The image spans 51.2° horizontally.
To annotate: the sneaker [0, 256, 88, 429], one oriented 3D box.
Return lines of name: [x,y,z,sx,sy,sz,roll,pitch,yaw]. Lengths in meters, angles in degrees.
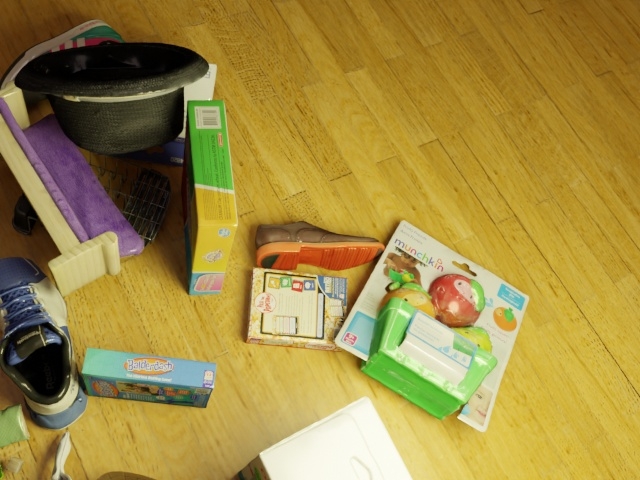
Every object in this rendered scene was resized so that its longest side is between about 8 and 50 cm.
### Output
sneaker: [-0.480,0.152,1.125,0.127,0.182,0.315,-21,72,-24]

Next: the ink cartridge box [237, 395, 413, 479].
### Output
ink cartridge box: [0.007,0.406,1.080,0.197,0.270,0.198,-22,72,-22]

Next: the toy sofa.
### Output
toy sofa: [-0.470,-0.101,1.185,0.177,0.150,0.362,-30,76,-24]

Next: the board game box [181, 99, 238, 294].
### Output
board game box: [-0.210,-0.065,1.222,0.064,0.316,0.242,-3,66,-15]

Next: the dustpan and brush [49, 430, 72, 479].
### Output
dustpan and brush: [-0.422,0.408,1.071,0.060,0.147,0.211,45,28,-28]

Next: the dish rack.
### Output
dish rack: [-0.439,-0.081,1.312,0.271,0.074,0.208,19,63,-7]

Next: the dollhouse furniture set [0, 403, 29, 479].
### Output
dollhouse furniture set: [-0.510,0.347,1.072,0.076,0.058,0.151,-18,86,3]

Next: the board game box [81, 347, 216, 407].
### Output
board game box: [-0.291,0.239,1.145,0.210,0.160,0.047,9,63,-11]

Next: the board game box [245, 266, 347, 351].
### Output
board game box: [-0.045,0.137,1.322,0.193,0.045,0.146,8,64,-11]

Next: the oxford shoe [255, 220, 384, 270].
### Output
oxford shoe: [0.000,0.000,1.374,0.271,0.097,0.098,1,54,-18]

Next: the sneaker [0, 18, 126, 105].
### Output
sneaker: [-0.498,-0.333,1.391,0.178,0.124,0.295,35,60,14]

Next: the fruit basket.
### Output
fruit basket: [0.241,0.150,1.326,0.327,0.165,0.353,32,58,2]

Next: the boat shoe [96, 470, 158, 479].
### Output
boat shoe: [-0.242,0.460,1.106,0.285,0.089,0.104,20,36,-7]

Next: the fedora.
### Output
fedora: [-0.360,-0.249,1.196,0.334,0.152,0.334,-1,31,1]

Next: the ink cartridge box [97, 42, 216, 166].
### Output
ink cartridge box: [-0.337,-0.268,1.362,0.223,0.045,0.224,6,100,-17]
